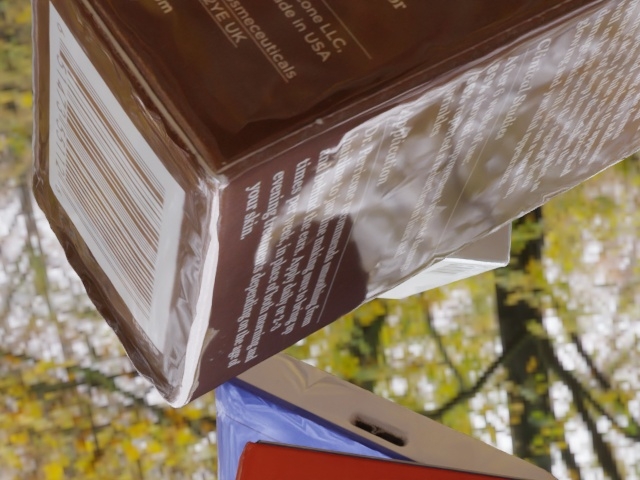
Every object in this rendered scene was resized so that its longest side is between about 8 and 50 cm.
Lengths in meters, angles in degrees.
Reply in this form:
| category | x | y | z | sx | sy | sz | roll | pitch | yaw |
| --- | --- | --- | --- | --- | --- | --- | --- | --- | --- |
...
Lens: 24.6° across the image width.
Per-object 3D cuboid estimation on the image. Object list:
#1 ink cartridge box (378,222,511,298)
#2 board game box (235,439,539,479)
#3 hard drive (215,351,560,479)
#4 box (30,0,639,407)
| category | x | y | z | sx | sy | sz | roll | pitch | yaw |
| --- | --- | --- | --- | --- | --- | --- | --- | --- | --- |
| ink cartridge box | 0.000 | 0.000 | 1.230 | 0.239 | 0.060 | 0.275 | 7 | 171 | -14 |
| board game box | 0.145 | 0.160 | 0.594 | 0.317 | 0.064 | 0.242 | 5 | 160 | 19 |
| hard drive | 0.031 | 0.225 | 0.914 | 0.210 | 0.318 | 0.040 | 22 | -137 | 23 |
| box | 0.068 | -0.102 | 0.641 | 0.381 | 0.191 | 0.143 | -26 | -112 | -24 |
